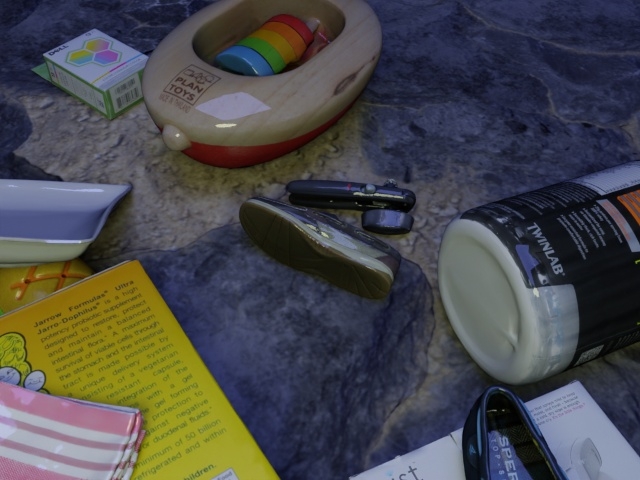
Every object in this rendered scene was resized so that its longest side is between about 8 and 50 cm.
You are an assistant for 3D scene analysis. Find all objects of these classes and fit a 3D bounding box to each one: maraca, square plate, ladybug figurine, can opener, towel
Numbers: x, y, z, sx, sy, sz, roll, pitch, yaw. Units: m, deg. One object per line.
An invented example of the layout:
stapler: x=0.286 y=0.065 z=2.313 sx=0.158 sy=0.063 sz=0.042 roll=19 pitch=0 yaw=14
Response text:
maraca: x=-0.296 y=0.081 z=0.788 sx=0.186 sy=0.099 sz=0.127 roll=44 pitch=41 yaw=4
square plate: x=-0.415 y=-0.025 z=0.798 sx=0.344 sy=0.049 sz=0.347 roll=1 pitch=13 yaw=-9
ladybug figurine: x=-0.083 y=-0.251 z=1.056 sx=0.305 sy=0.161 sz=0.449 roll=30 pitch=52 yaw=22
can opener: x=0.043 y=-0.060 z=0.961 sx=0.186 sy=0.059 sz=0.073 roll=12 pitch=49 yaw=6
towel: x=-0.222 y=0.195 z=0.472 sx=0.144 sy=0.029 sz=0.197 roll=9 pitch=51 yaw=10

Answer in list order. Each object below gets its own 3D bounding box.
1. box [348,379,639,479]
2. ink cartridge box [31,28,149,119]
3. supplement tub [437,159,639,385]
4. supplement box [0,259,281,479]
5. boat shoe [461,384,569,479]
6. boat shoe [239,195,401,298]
box: x=0.183 y=0.285 z=0.611 sx=0.262 sy=0.126 sz=0.231 roll=-18 pitch=51 yaw=-19
ink cartridge box: x=-0.383 y=-0.292 z=1.140 sx=0.209 sy=0.062 sz=0.109 roll=31 pitch=54 yaw=23
supplement tub: x=0.328 y=0.024 z=0.804 sx=0.338 sy=0.207 sz=0.207 roll=-15 pitch=51 yaw=-18
supplement box: x=-0.162 y=0.226 z=0.596 sx=0.195 sy=0.194 sz=0.356 roll=-25 pitch=54 yaw=-24
boat shoe: x=0.154 y=0.230 z=0.509 sx=0.109 sy=0.089 sz=0.258 roll=-18 pitch=47 yaw=-2
boat shoe: x=0.001 y=0.000 z=0.896 sx=0.224 sy=0.080 sz=0.073 roll=27 pitch=46 yaw=12
